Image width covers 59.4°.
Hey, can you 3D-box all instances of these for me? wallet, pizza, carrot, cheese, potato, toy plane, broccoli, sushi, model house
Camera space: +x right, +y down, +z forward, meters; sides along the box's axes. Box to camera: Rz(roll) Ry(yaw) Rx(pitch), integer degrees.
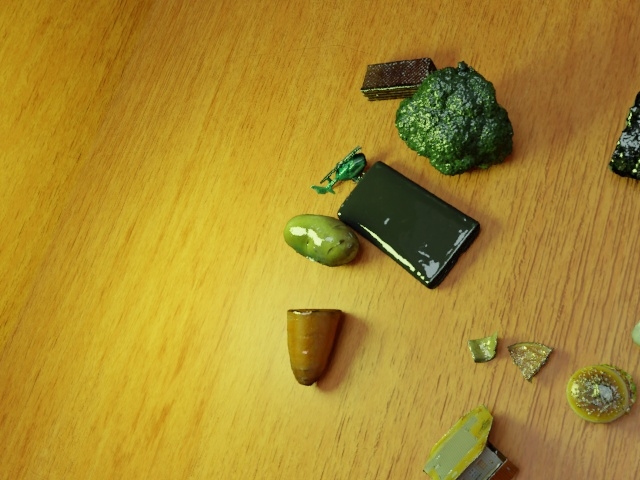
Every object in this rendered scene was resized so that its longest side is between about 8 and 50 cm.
[{"bbox_3d":[0.244,-0.057,1.637,0.228,0.062,0.406,-52,54,3],"label":"wallet"},{"bbox_3d":[0.499,0.281,1.357,0.099,0.029,0.100,33,87,45],"label":"pizza"},{"bbox_3d":[-0.024,0.304,1.610,0.159,0.159,0.225,-2,80,32],"label":"carrot"},{"bbox_3d":[0.419,0.266,1.402,0.084,0.041,0.060,-36,47,34],"label":"cheese"},{"bbox_3d":[0.000,0.000,1.700,0.248,0.169,0.143,17,50,26],"label":"potato"},{"bbox_3d":[0.074,-0.214,1.792,0.235,0.096,0.060,-40,50,34],"label":"toy plane"},{"bbox_3d":[0.376,-0.329,1.558,0.304,0.321,0.283,-18,23,37],"label":"broccoli"},{"bbox_3d":[0.783,-0.247,1.339,0.115,0.147,0.212,24,102,31],"label":"sushi"},{"bbox_3d":[0.367,0.516,1.294,0.136,0.207,0.219,44,86,1],"label":"model house"}]

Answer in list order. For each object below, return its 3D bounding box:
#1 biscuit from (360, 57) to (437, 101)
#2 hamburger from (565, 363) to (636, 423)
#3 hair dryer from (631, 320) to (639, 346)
[{"bbox_3d":[0.249,-0.520,1.822,0.252,0.070,0.106,5,72,34],"label":"biscuit"},{"bbox_3d":[0.613,0.334,1.225,0.141,0.081,0.126,-11,65,30],"label":"hamburger"},{"bbox_3d":[0.846,0.137,1.169,0.357,0.107,0.173,-43,54,-1],"label":"hair dryer"}]
